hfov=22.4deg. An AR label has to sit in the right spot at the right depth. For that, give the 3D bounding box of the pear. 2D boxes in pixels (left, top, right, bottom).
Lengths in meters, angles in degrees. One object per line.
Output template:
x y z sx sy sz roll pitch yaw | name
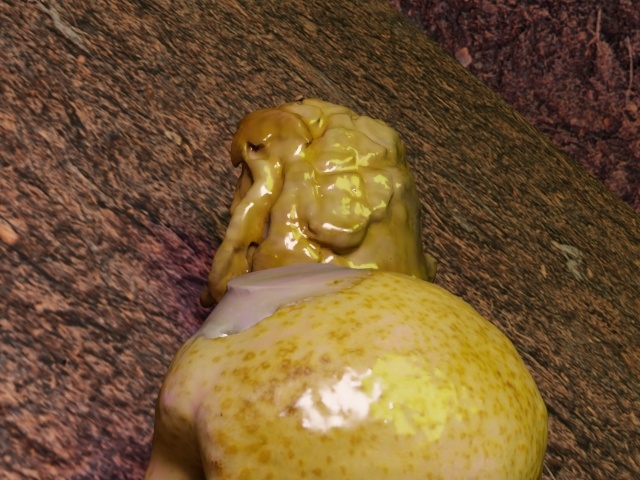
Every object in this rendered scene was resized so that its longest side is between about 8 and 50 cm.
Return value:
0.011 0.143 1.047 0.271 0.271 0.271 35 21 -16 | pear

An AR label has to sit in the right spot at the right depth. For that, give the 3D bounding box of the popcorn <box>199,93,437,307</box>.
0.000 0.000 1.378 0.250 0.190 0.250 -5 90 -69 | popcorn
